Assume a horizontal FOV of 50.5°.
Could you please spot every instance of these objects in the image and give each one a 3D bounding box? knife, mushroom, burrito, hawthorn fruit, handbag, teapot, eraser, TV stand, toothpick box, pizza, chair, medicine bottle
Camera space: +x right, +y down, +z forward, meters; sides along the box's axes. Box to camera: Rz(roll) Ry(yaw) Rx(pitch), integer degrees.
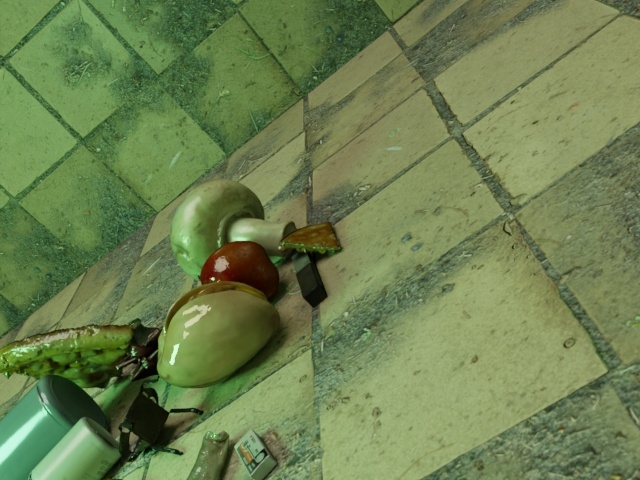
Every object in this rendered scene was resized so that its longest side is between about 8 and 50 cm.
[{"bbox_3d":[-0.454,0.472,1.733,0.045,0.021,0.222,-39,23,18],"label":"knife"},{"bbox_3d":[-0.261,-0.033,1.990,0.355,0.315,0.315,-14,21,-8],"label":"mushroom"},{"bbox_3d":[-0.242,0.489,1.308,0.082,0.059,0.275,-20,30,29],"label":"burrito"},{"bbox_3d":[-0.229,0.102,1.764,0.196,0.197,0.225,-19,4,44],"label":"hawthorn fruit"},{"bbox_3d":[-0.399,0.262,1.818,0.260,0.084,0.275,-42,-4,-1],"label":"handbag"},{"bbox_3d":[-0.556,0.314,2.058,0.165,0.119,0.130,-31,24,27],"label":"teapot"},{"bbox_3d":[-0.125,0.409,1.294,0.052,0.029,0.122,-46,22,-9],"label":"eraser"},{"bbox_3d":[-0.032,0.086,1.711,0.049,0.040,0.256,-41,22,7],"label":"TV stand"},{"bbox_3d":[-0.771,0.569,1.813,0.354,0.263,0.263,-45,22,-2],"label":"toothpick box"},{"bbox_3d":[-0.727,0.332,1.887,0.435,0.391,0.080,124,144,-52],"label":"pizza"},{"bbox_3d":[-0.398,0.423,1.579,0.213,0.149,0.174,-27,31,44],"label":"chair"},{"bbox_3d":[0.000,0.000,1.792,0.176,0.036,0.184,16,33,34],"label":"pizza"},{"bbox_3d":[-0.621,0.575,1.662,0.258,0.143,0.143,-48,23,-15],"label":"medicine bottle"}]

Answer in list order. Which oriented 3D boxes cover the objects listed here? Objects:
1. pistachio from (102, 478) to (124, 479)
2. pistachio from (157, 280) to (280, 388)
[{"bbox_3d":[-0.475,0.587,1.453,0.110,0.100,0.189,-29,24,39],"label":"pistachio"},{"bbox_3d":[-0.251,0.223,1.599,0.308,0.230,0.230,-29,20,-11],"label":"pistachio"}]
